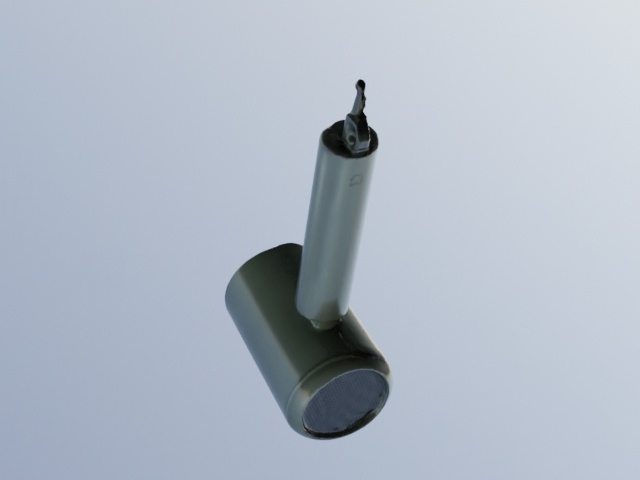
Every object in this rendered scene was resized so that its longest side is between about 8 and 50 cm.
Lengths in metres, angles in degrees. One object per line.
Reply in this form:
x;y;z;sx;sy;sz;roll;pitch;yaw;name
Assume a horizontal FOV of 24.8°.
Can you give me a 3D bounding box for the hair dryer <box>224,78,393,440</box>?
0.000;0.000;0.458;0.038;0.124;0.063;-12;-137;-23;hair dryer
